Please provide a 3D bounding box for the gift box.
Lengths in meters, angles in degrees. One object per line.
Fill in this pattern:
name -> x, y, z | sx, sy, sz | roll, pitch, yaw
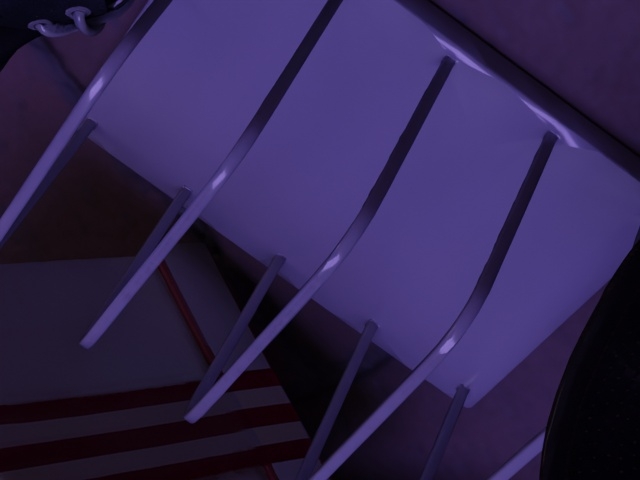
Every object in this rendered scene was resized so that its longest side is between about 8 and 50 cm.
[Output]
gift box -> -0.157, 0.158, 1.018 | 0.276, 0.258, 0.255 | -37, 70, 35

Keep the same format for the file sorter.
file sorter -> 0.000, 0.000, 0.922 | 0.277, 0.173, 0.193 | 35, 131, -7

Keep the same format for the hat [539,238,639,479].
hat -> 0.218, 0.125, 0.869 | 0.331, 0.331, 0.134 | 42, 153, -11

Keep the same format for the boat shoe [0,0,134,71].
boat shoe -> -0.107, -0.142, 0.811 | 0.091, 0.114, 0.302 | 37, 122, -2
